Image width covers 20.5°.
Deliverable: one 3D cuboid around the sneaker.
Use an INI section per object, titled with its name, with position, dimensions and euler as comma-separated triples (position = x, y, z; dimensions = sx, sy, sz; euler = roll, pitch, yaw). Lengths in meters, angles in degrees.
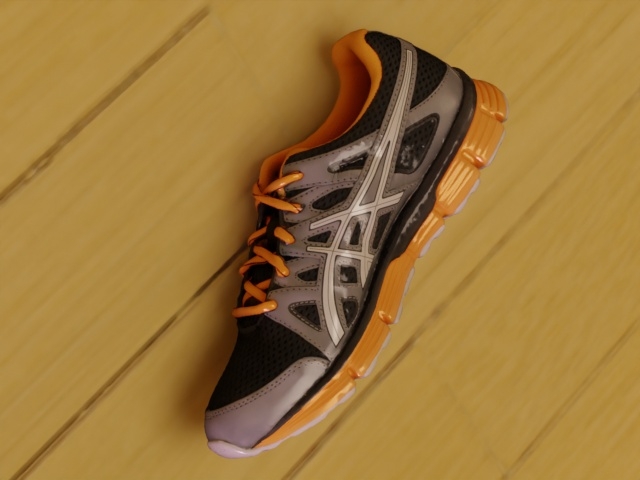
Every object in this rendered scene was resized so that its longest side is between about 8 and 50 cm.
[sneaker]
position = 0.000, 0.000, 0.798
dimensions = 0.083, 0.084, 0.215
euler = 36, 70, -19
